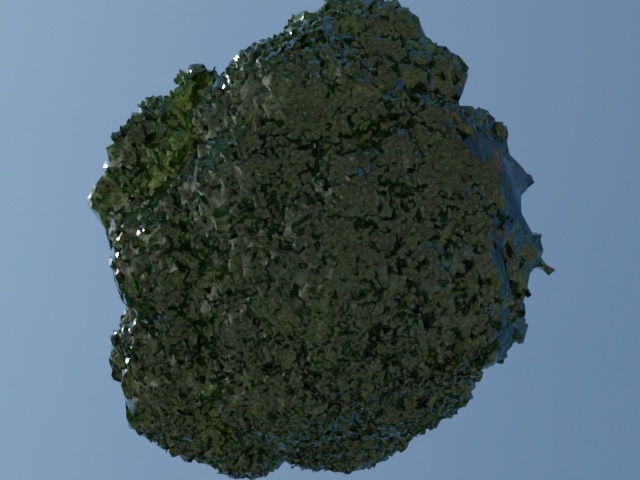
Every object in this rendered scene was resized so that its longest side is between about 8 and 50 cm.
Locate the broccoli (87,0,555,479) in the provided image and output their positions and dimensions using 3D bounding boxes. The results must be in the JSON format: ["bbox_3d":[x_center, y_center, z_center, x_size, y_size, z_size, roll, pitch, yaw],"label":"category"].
[{"bbox_3d":[0.000,0.000,1.077,0.265,0.245,0.294,15,-82,1],"label":"broccoli"}]
